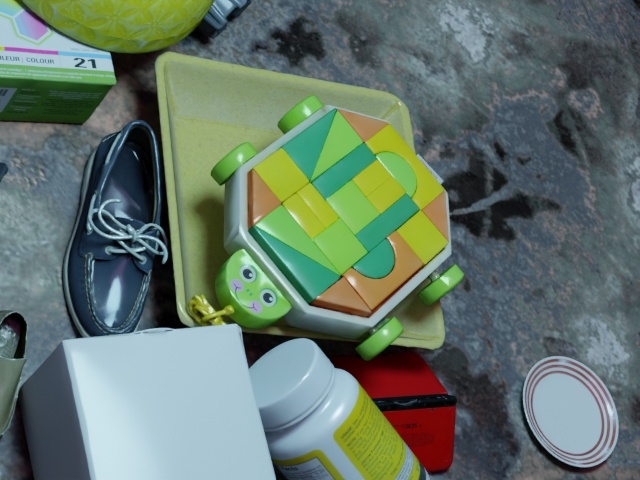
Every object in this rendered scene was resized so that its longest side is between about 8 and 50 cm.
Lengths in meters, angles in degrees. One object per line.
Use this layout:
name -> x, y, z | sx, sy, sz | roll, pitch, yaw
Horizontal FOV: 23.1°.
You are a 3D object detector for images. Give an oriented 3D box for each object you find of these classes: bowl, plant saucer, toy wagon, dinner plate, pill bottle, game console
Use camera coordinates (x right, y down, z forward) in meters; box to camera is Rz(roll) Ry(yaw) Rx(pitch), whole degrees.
bowl -> -0.202, -0.362, 1.678 | 0.289, 0.156, 0.289 | 17, 57, -29
plant saucer -> -0.038, -0.029, 1.771 | 0.332, 0.081, 0.333 | 7, 61, -28
toy wagon -> 0.000, 0.000, 1.683 | 0.267, 0.068, 0.344 | 50, 50, 1
dinner plate -> 0.299, 0.208, 1.893 | 0.141, 0.017, 0.141 | 15, 57, -25
pill bottle -> 0.012, 0.207, 1.605 | 0.208, 0.119, 0.119 | 54, 46, -24
game console -> 0.072, 0.195, 1.759 | 0.144, 0.085, 0.124 | 0, 96, -32

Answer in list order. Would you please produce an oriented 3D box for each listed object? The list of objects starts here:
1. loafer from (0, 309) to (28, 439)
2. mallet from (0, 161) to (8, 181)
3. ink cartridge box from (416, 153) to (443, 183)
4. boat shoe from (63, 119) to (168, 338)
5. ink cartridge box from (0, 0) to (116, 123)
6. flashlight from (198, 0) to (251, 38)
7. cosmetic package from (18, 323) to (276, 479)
loafer -> -0.318, 0.129, 1.525 | 0.056, 0.050, 0.148 | 16, 57, -24
mallet -> -0.364, -0.008, 1.588 | 0.039, 0.062, 0.190 | 35, 37, -13
ink cartridge box -> 0.116, -0.072, 1.924 | 0.048, 0.028, 0.083 | 47, 50, -2
boat shoe -> -0.208, -0.010, 1.652 | 0.095, 0.079, 0.254 | 20, 55, -22
ink cartridge box -> -0.344, -0.262, 1.696 | 0.188, 0.097, 0.255 | 0, 66, -32
flashlight -> -0.213, -0.365, 1.836 | 0.304, 0.103, 0.103 | 44, 76, -5
cosmetic package -> -0.145, 0.277, 1.483 | 0.197, 0.155, 0.366 | -1, 65, -31
